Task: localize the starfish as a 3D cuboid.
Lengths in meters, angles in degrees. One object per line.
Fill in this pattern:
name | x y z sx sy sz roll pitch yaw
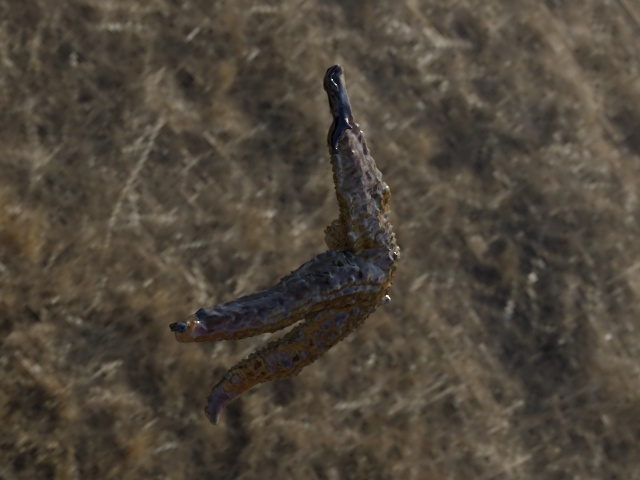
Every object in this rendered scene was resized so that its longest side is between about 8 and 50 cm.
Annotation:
starfish | 0.004 0.004 0.500 0.041 0.130 0.133 29 42 16
